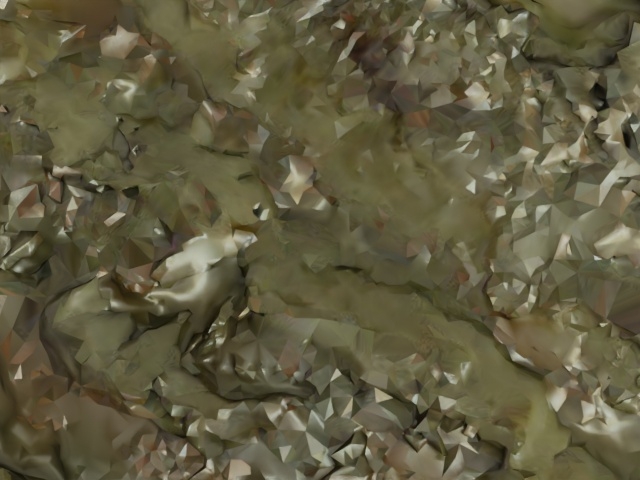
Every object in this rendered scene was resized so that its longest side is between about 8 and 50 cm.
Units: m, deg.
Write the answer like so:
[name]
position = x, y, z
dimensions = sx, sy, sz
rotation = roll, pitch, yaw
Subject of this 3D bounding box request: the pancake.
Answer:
[pancake]
position = 0.000, -0.001, 0.427
dimensions = 0.382, 0.382, 0.071
rotation = 26, -15, 11
